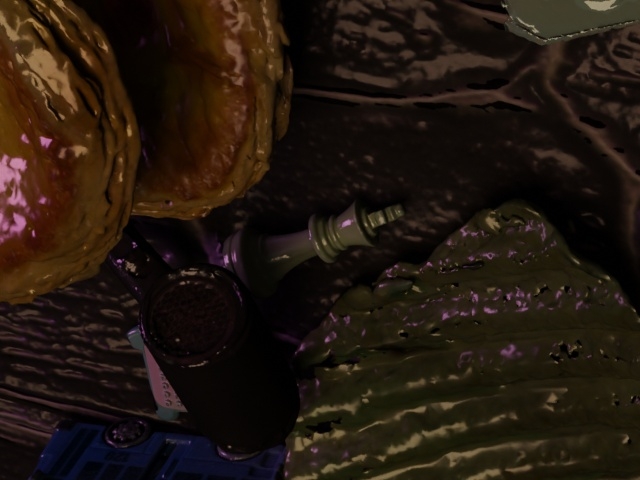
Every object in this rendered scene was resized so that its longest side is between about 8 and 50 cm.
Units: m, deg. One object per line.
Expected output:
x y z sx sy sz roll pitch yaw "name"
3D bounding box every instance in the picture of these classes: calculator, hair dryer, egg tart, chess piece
-0.121 0.100 1.286 0.094 0.019 0.141 4 121 21 "calculator"
-0.127 0.042 1.168 0.251 0.089 0.197 44 170 25 "hair dryer"
-0.250 -0.100 1.019 0.319 0.128 0.319 13 126 18 "egg tart"
-0.140 -0.155 1.083 0.295 0.116 0.294 13 124 19 "egg tart"
0.000 0.000 1.166 0.149 0.059 0.059 -19 112 21 "chess piece"

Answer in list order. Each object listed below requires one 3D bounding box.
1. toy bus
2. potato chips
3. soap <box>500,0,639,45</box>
-0.140 0.238 1.304 0.234 0.133 0.116 3 121 17 "toy bus"
0.165 0.164 1.174 0.373 0.097 0.389 40 130 -9 "potato chips"
0.224 -0.223 0.926 0.261 0.094 0.150 -12 114 25 "soap"
